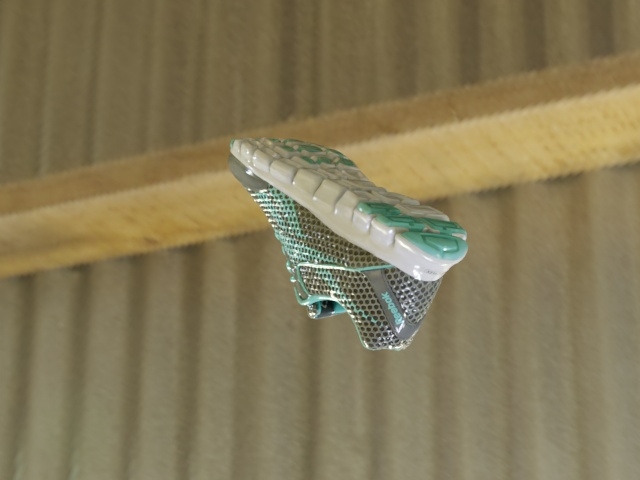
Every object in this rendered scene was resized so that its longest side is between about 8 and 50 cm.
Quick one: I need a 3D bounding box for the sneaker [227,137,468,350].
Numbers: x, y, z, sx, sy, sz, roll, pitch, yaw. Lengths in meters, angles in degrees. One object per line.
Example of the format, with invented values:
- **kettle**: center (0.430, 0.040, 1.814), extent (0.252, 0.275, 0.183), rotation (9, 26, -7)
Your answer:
- **sneaker**: center (0.000, 0.000, 0.822), extent (0.166, 0.065, 0.076), rotation (36, -65, 48)
